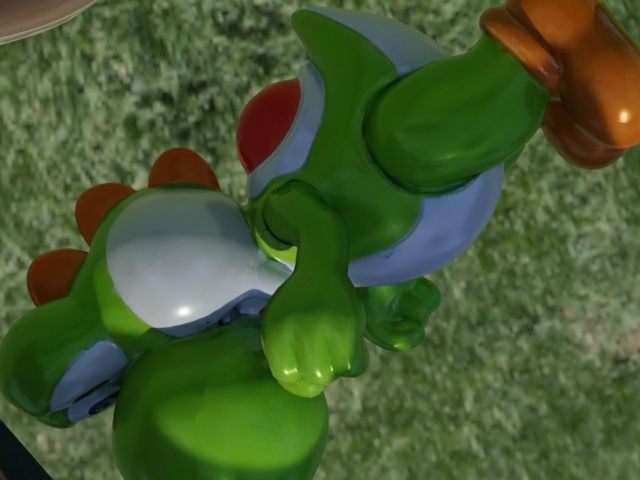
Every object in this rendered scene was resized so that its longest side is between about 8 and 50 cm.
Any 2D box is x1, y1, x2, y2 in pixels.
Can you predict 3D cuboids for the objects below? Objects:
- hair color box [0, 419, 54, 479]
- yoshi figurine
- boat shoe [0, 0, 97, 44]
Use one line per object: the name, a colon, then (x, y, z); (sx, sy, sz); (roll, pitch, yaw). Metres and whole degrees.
hair color box: (-0.212, 0.147, 0.665); (0.113, 0.185, 0.374); (-38, 95, 31)
yoshi figurine: (0.015, 0.024, 0.810); (0.362, 0.203, 0.203); (-32, 127, 0)
boat shoe: (-0.212, -0.097, 0.406); (0.342, 0.123, 0.123); (-2, 180, -1)
